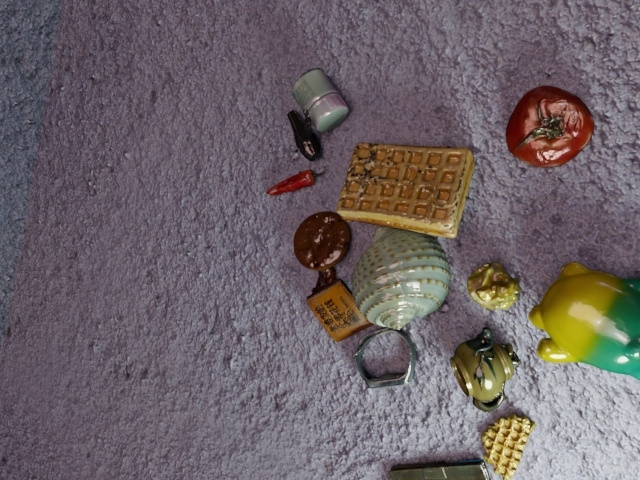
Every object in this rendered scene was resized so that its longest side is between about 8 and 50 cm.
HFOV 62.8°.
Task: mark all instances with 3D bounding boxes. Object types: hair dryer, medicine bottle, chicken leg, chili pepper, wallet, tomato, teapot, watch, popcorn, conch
[{"bbox_3d":[-0.055,-0.383,1.721,0.075,0.219,0.196,-24,75,-11],"label":"hair dryer"},{"bbox_3d":[-0.001,-0.459,1.720,0.135,0.135,0.168,-41,74,24],"label":"medicine bottle"},{"bbox_3d":[0.009,0.120,1.790,0.089,0.048,0.219,0,92,25],"label":"chicken leg"},{"bbox_3d":[-0.092,-0.202,1.829,0.268,0.050,0.059,-16,101,28],"label":"chili pepper"},{"bbox_3d":[0.060,0.236,1.743,0.161,0.042,0.195,-31,99,27],"label":"wallet"},{"bbox_3d":[0.616,-0.311,1.421,0.228,0.101,0.228,2,95,25],"label":"tomato"},{"bbox_3d":[0.379,0.773,1.629,0.317,0.044,0.169,-20,87,29],"label":"wallet"},{"bbox_3d":[0.483,0.370,1.503,0.182,0.173,0.269,-22,108,-3],"label":"teapot"},{"bbox_3d":[0.204,0.376,1.691,0.206,0.068,0.193,-13,83,24],"label":"watch"},{"bbox_3d":[0.490,0.133,1.495,0.126,0.126,0.145,-45,48,-4],"label":"popcorn"},{"bbox_3d":[0.232,0.102,1.586,0.303,0.215,0.319,-14,87,17],"label":"conch"}]

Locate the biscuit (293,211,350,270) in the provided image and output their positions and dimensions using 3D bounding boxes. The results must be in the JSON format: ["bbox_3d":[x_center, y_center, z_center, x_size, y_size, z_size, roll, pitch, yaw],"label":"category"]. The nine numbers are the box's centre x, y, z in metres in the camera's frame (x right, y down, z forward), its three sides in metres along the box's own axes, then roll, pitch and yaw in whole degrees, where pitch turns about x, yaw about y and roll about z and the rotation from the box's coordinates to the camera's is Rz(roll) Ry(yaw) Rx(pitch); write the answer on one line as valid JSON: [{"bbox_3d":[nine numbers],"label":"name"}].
[{"bbox_3d":[0.000,0.000,1.770,0.212,0.036,0.212,-7,73,24],"label":"biscuit"}]

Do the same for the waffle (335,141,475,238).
[{"bbox_3d":[0.248,-0.154,1.571,0.376,0.114,0.261,9,76,29],"label":"waffle"}]

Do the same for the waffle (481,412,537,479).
[{"bbox_3d":[0.556,0.596,1.525,0.192,0.046,0.161,-42,72,23],"label":"waffle"}]

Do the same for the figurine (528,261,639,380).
[{"bbox_3d":[0.721,0.214,1.319,0.340,0.231,0.324,32,105,17],"label":"figurine"}]
